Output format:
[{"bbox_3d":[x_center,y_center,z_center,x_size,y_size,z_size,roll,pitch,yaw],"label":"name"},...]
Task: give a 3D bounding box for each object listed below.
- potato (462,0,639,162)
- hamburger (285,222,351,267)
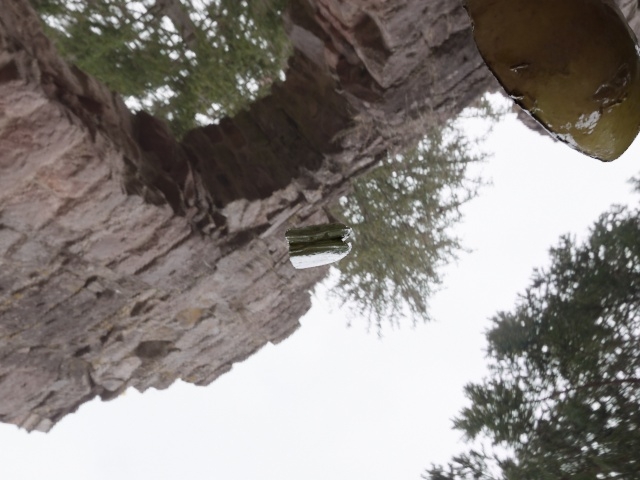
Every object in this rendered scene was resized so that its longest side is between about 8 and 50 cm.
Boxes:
[{"bbox_3d":[0.310,-0.230,0.735,0.116,0.299,0.239,-37,-139,39],"label":"potato"},{"bbox_3d":[0.001,0.004,0.817,0.084,0.121,0.054,-5,-99,5],"label":"hamburger"}]
